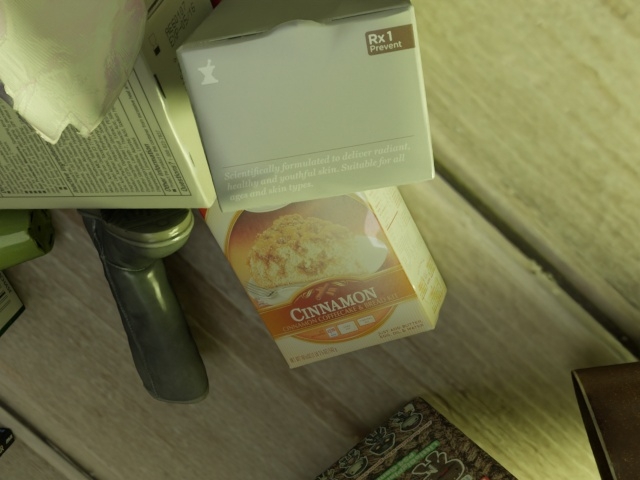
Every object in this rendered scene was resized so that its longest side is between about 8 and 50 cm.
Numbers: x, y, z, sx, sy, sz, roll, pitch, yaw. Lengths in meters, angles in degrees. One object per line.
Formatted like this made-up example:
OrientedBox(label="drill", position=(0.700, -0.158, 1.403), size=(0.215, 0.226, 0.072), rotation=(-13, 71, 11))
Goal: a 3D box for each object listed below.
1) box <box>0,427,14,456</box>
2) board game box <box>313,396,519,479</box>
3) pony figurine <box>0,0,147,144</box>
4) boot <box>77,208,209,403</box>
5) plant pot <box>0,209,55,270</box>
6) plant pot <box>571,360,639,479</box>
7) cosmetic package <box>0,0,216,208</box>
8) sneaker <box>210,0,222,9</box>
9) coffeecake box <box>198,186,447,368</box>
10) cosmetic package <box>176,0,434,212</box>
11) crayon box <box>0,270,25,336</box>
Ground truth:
OrientedBox(label="box", position=(-0.405, 0.241, 0.982), size=(0.083, 0.067, 0.018), rotation=(0, 117, 19))
OrientedBox(label="board game box", position=(0.137, 0.292, 0.687), size=(0.141, 0.291, 0.232), rotation=(-38, 105, -7))
OrientedBox(label="pony figurine", position=(-0.202, -0.253, 0.496), size=(0.363, 0.351, 0.303), rotation=(3, 129, 22))
OrientedBox(label="boot", position=(-0.144, 0.057, 0.760), size=(0.189, 0.076, 0.209), rotation=(24, 127, 58))
OrientedBox(label="plant pot", position=(-0.299, -0.006, 0.813), size=(0.079, 0.083, 0.083), rotation=(-10, 114, 10))
OrientedBox(label="plant pot", position=(0.334, 0.172, 0.640), size=(0.230, 0.215, 0.215), rotation=(-17, 112, 10))
OrientedBox(label="cosmetic package", position=(-0.228, -0.115, 0.676), size=(0.309, 0.113, 0.160), rotation=(2, 135, 21))
OrientedBox(label="sneaker", position=(-0.108, -0.220, 0.648), size=(0.067, 0.042, 0.118), rotation=(-18, 113, 22))
OrientedBox(label="coffeecake box", position=(0.000, 0.000, 0.717), size=(0.142, 0.068, 0.185), rotation=(-19, 109, 27))
OrientedBox(label="cosmetic package", position=(-0.001, -0.113, 0.545), size=(0.127, 0.238, 0.107), rotation=(-8, 117, 8))
OrientedBox(label="crayon box", position=(-0.523, -0.011, 0.828), size=(0.313, 0.106, 0.363), rotation=(-21, 109, 15))
